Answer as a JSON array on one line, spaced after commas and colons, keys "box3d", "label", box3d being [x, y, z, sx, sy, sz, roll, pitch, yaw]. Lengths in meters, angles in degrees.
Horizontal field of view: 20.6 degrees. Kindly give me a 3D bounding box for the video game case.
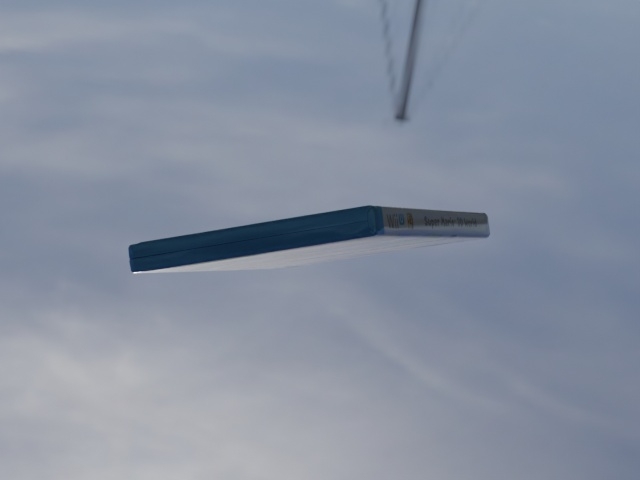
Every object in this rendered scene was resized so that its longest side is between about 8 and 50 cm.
[{"box3d": [0.000, 0.000, 0.833, 0.119, 0.015, 0.166, -8, 177, 22], "label": "video game case"}]
